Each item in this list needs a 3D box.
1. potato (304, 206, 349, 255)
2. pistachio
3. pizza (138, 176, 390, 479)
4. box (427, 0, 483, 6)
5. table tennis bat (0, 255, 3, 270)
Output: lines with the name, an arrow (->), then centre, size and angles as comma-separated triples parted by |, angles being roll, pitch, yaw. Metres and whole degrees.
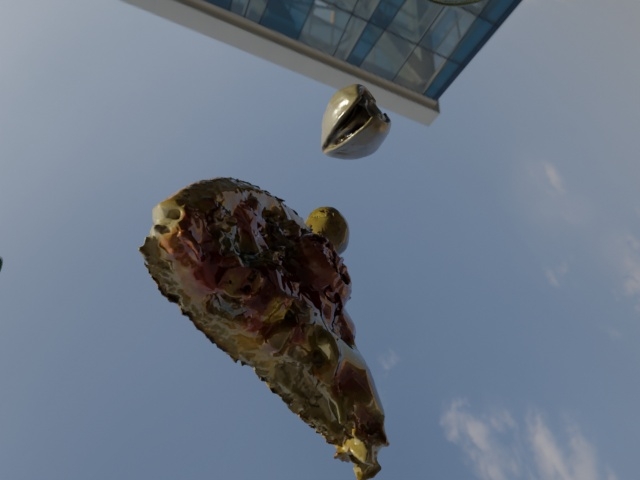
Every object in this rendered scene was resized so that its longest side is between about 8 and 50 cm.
potato -> 0.000, 0.000, 1.113 | 0.137, 0.137, 0.175 | 32, -86, -7
pistachio -> 0.069, -0.236, 0.918 | 0.138, 0.238, 0.153 | 42, -97, -2
pizza -> -0.009, 0.096, 0.588 | 0.405, 0.130, 0.440 | 58, -167, 7
box -> 0.222, -0.495, 0.662 | 0.226, 0.226, 0.149 | 3, -112, -26
table tennis bat -> -0.564, 0.078, 0.724 | 0.039, 0.160, 0.257 | 36, -178, -40
